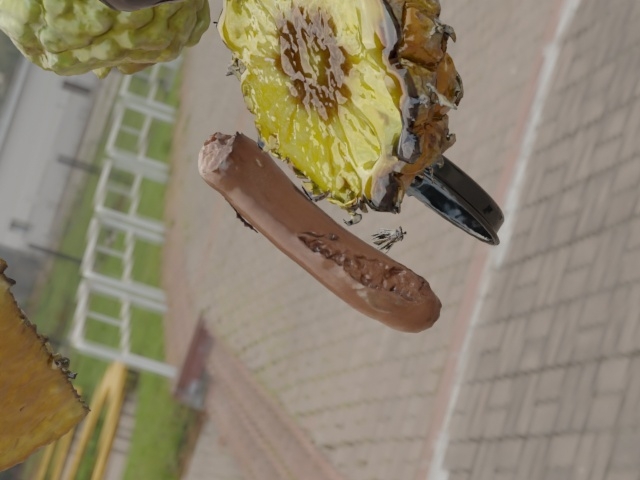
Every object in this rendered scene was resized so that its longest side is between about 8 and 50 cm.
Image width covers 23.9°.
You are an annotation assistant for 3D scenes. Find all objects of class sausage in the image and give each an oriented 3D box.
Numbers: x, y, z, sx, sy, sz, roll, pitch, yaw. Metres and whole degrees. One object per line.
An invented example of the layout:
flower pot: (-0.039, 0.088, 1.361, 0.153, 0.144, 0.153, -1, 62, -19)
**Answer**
sausage: (0.001, 0.000, 1.501, 0.078, 0.304, 0.078, -46, 15, 16)

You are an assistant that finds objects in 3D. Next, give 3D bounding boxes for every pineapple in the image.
pineapple: (0.017, -0.116, 0.954, 0.225, 0.076, 0.225, 38, 139, 41)

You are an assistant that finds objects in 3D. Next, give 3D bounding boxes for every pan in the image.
pan: (0.065, -0.051, 1.169, 0.028, 0.136, 0.235, -53, 20, -7)

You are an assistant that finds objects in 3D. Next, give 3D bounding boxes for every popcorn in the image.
popcorn: (-0.244, -0.283, 1.653, 0.259, 0.259, 0.212, -145, 50, -78)

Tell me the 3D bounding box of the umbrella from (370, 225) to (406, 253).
umbrella: (0.082, -0.003, 1.812, 0.083, 0.020, 0.031, 161, 108, -64)

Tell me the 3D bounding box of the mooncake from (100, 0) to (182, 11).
mooncake: (-0.106, -0.317, 1.096, 0.350, 0.381, 0.212, -23, 68, 40)

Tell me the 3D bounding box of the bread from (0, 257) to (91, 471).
bread: (-0.323, 0.085, 1.187, 0.179, 0.194, 0.340, -41, -26, -16)
